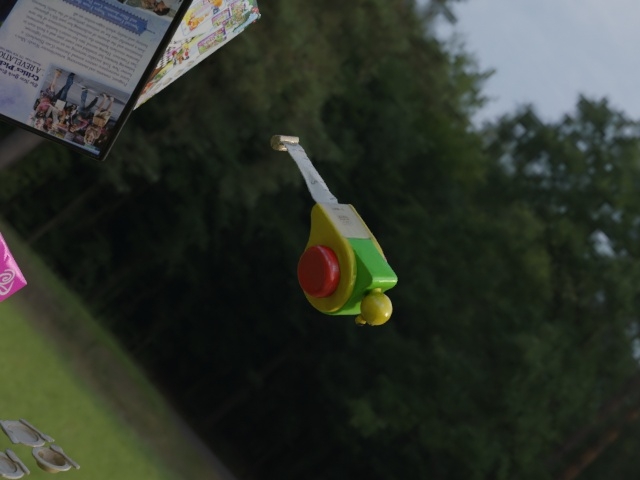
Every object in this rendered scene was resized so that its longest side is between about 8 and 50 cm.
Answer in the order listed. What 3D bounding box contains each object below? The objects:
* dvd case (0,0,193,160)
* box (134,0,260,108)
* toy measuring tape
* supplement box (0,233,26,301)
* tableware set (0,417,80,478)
[{"bbox_3d":[-0.210,-0.199,1.276,0.180,0.253,0.022,23,29,-19],"label":"dvd case"},{"bbox_3d":[-0.210,-0.274,1.859,0.057,0.293,0.201,41,-22,27],"label":"box"},{"bbox_3d":[0.000,0.000,2.043,0.330,0.121,0.121,56,-4,35],"label":"toy measuring tape"},{"bbox_3d":[-0.344,-0.024,1.212,0.220,0.111,0.114,40,-23,43],"label":"supplement box"},{"bbox_3d":[-0.400,0.266,1.985,0.141,0.020,0.169,35,15,36],"label":"tableware set"}]
